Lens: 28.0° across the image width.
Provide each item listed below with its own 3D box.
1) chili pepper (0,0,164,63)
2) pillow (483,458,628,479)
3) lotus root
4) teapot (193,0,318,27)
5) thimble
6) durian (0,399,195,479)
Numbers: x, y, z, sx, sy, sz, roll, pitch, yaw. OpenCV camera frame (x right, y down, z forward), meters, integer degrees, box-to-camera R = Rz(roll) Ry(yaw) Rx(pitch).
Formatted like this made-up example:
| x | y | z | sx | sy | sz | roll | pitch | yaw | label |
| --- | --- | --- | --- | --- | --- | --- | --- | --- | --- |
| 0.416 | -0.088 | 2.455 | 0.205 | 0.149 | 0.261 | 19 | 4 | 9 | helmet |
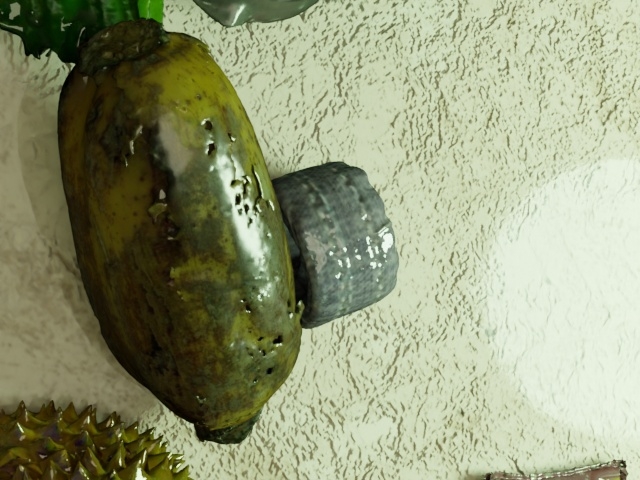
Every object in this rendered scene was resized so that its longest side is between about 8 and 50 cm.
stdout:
| x | y | z | sx | sy | sz | roll | pitch | yaw | label |
| --- | --- | --- | --- | --- | --- | --- | --- | --- | --- |
| -0.259 | -0.324 | 1.074 | 0.167 | 0.213 | 0.385 | -65 | 142 | -51 | chili pepper |
| 0.248 | 0.295 | 1.363 | 0.185 | 0.043 | 0.118 | 0 | 87 | -24 | pillow |
| -0.120 | 0.005 | 1.108 | 0.179 | 0.196 | 0.398 | -18 | 119 | -11 | lotus root |
| 0.040 | -0.364 | 1.083 | 0.305 | 0.361 | 0.376 | 23 | 70 | -39 | teapot |
| 0.001 | 0.002 | 1.199 | 0.097 | 0.150 | 0.150 | -22 | 100 | -22 | thimble |
| -0.214 | 0.230 | 1.131 | 0.260 | 0.186 | 0.154 | -2 | 100 | -34 | durian |
